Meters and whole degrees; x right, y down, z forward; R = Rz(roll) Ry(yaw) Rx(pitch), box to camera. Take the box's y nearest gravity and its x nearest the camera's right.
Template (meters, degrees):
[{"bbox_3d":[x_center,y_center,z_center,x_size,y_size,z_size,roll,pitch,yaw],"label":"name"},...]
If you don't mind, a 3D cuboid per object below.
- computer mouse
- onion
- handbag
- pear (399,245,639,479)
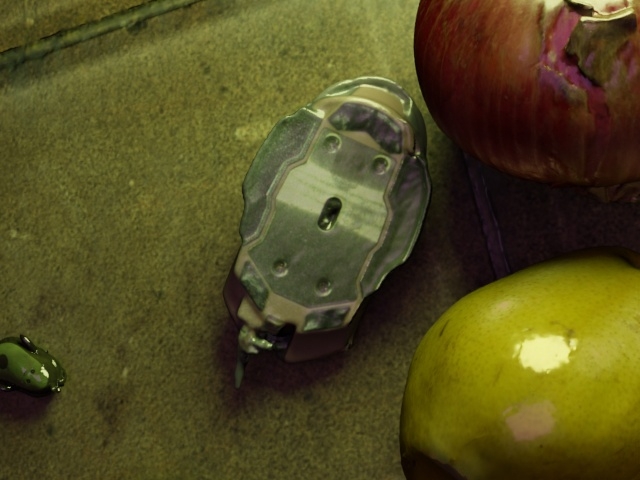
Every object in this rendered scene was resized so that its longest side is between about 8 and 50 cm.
[{"bbox_3d":[0.002,-0.002,1.448,0.199,0.115,0.389,26,102,5],"label":"computer mouse"},{"bbox_3d":[0.272,-0.213,1.300,0.353,0.353,0.354,-1,84,14],"label":"onion"},{"bbox_3d":[-0.352,0.153,1.550,0.111,0.047,0.072,23,91,17],"label":"handbag"},{"bbox_3d":[0.226,0.146,1.299,0.285,0.285,0.336,11,72,15],"label":"pear"}]
